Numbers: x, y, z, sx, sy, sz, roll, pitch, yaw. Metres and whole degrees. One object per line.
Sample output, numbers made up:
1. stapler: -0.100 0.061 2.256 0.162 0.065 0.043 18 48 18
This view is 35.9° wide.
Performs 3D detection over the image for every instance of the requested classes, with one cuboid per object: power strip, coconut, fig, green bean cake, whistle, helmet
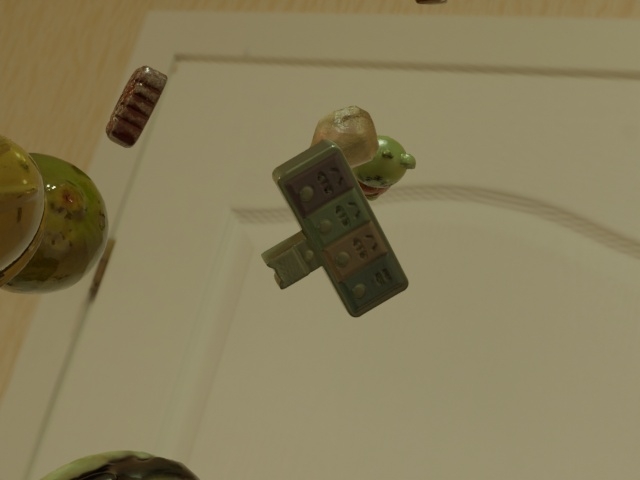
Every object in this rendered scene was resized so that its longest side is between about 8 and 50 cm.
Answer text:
1. power strip: 0.000 0.000 1.200 0.215 0.145 0.061 62 -5 -23
2. coconut: 0.037 -0.179 1.747 0.124 0.110 0.110 -16 -21 1
3. fig: -0.413 -0.022 1.412 0.207 0.207 0.230 24 -19 -24
4. green bean cake: -0.310 -0.223 1.647 0.056 0.135 0.136 29 -4 -16
5. whistle: 0.102 -0.146 2.049 0.131 0.106 0.288 12 -13 -11
6. helmet: -0.406 -0.038 1.073 0.205 0.257 0.140 59 -30 -5

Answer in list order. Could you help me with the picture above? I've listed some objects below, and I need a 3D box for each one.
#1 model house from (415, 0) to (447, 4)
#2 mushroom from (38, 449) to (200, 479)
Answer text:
1. model house: 0.162 -0.506 1.622 0.301 0.190 0.271 -32 -37 11
2. mushroom: -0.282 0.371 1.144 0.130 0.344 0.247 22 -47 39
